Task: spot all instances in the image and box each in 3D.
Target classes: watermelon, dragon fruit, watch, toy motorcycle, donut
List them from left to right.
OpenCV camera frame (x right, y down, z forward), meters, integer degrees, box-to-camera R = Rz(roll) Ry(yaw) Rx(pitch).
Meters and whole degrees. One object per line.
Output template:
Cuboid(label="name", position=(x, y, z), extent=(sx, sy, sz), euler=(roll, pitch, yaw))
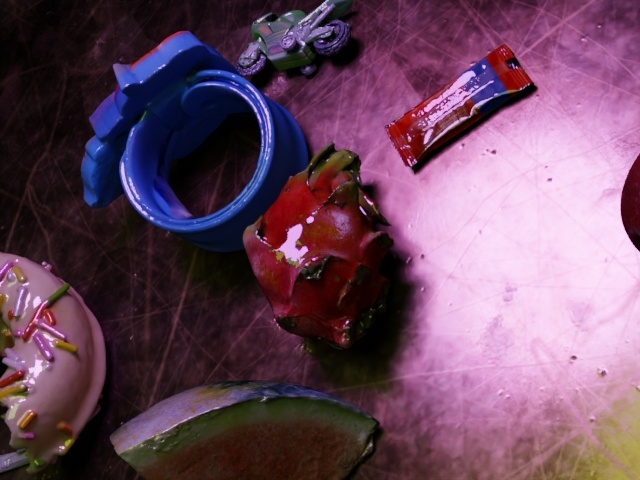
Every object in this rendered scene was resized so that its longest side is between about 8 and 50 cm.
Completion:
Cuboid(label="donut", position=(-0.484, 0.153, 1.735), extent=(0.371, 0.150, 0.307), euler=(11, 60, 14))
Cuboid(label="watch", position=(-0.187, -0.103, 1.701), extent=(0.305, 0.241, 0.274), euler=(-43, 67, 10))
Cuboid(label="watermelon", position=(-0.097, 0.270, 1.491), extent=(0.310, 0.231, 0.193), euler=(-18, 42, -32))
Cuboid(label="toy motorcycle", position=(-0.039, -0.297, 1.790), extent=(0.190, 0.074, 0.106), euler=(-11, 54, 26))
Cuboid(label="dragon fruit", position=(0.020, 0.008, 1.558), extent=(0.200, 0.198, 0.269), euler=(36, 58, 4))

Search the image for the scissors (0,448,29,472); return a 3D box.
Cuboid(label="scissors", position=(-0.514, 0.343, 1.797), extent=(0.300, 0.022, 0.109), euler=(-18, 63, 23))

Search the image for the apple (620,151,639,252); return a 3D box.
Cuboid(label="apple", position=(0.431, -0.037, 1.289), extent=(0.201, 0.218, 0.218), euler=(-51, 53, 3))

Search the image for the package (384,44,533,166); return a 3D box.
Cuboid(label="package", position=(0.182, -0.179, 1.625), extent=(0.200, 0.022, 0.083), euler=(-34, 56, 12))
